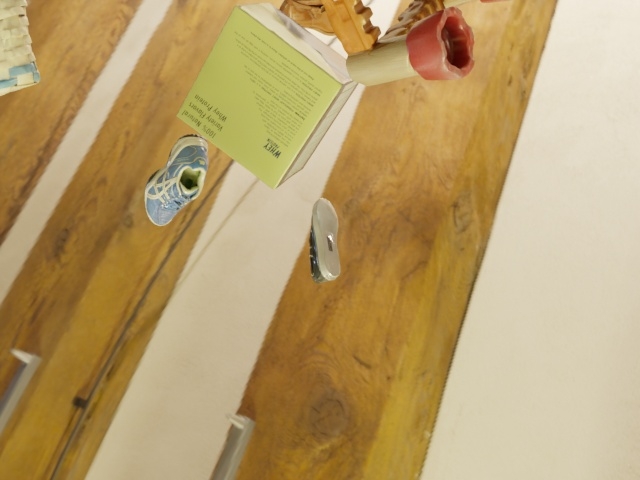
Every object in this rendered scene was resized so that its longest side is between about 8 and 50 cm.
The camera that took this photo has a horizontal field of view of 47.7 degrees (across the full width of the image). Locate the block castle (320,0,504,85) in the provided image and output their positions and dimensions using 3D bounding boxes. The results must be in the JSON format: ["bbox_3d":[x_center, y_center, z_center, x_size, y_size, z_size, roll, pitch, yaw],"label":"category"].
[{"bbox_3d":[0.099,-0.446,0.879,0.212,0.453,0.303,-4,-143,41],"label":"block castle"}]

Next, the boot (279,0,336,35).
[{"bbox_3d":[0.013,-0.461,1.394,0.197,0.152,0.073,-27,-103,-22],"label":"boot"}]

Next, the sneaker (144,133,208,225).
[{"bbox_3d":[-0.270,-0.099,1.346,0.211,0.080,0.081,-55,-140,36],"label":"sneaker"}]

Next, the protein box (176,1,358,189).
[{"bbox_3d":[-0.077,-0.230,1.142,0.199,0.136,0.201,37,-64,3],"label":"protein box"}]

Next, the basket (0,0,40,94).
[{"bbox_3d":[-0.543,-0.331,1.008,0.254,0.289,0.201,-25,-153,-35],"label":"basket"}]

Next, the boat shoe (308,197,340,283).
[{"bbox_3d":[0.000,0.000,1.129,0.040,0.049,0.142,-29,-128,37],"label":"boat shoe"}]
